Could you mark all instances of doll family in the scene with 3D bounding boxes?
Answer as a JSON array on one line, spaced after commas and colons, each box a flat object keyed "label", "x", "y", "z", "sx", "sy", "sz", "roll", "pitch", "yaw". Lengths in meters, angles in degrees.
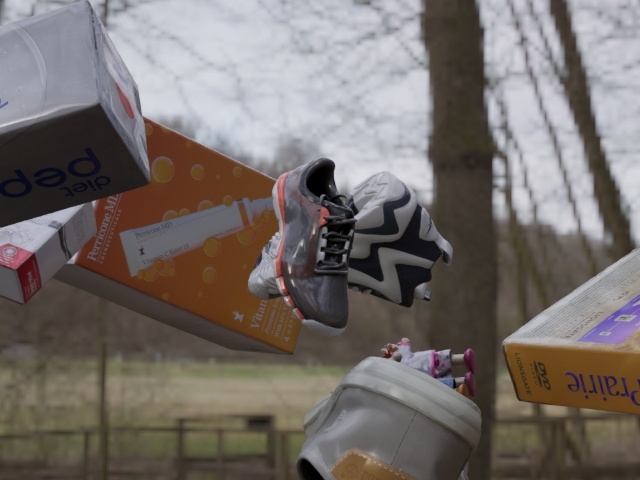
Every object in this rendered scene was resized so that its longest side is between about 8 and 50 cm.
[{"label": "doll family", "x": 0.089, "y": 0.222, "z": 1.821, "sx": 0.163, "sy": 0.263, "sz": 0.118, "roll": -6, "pitch": -24, "yaw": 18}]

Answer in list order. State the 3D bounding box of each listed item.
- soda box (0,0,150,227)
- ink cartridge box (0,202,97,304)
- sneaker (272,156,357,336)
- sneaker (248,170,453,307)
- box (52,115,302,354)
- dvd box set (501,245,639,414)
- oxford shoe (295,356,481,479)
[{"label": "soda box", "x": -0.263, "y": -0.057, "z": 1.036, "sx": 0.286, "sy": 0.091, "sz": 0.098, "roll": -15, "pitch": -34, "yaw": 7}, {"label": "ink cartridge box", "x": -0.321, "y": -0.003, "z": 1.710, "sx": 0.099, "sy": 0.056, "sz": 0.135, "roll": 19, "pitch": 46, "yaw": 25}, {"label": "sneaker", "x": 0.000, "y": 0.000, "z": 1.287, "sx": 0.061, "sy": 0.158, "sz": 0.065, "roll": 9, "pitch": -34, "yaw": -38}, {"label": "sneaker", "x": 0.043, "y": 0.033, "z": 1.714, "sx": 0.235, "sy": 0.094, "sz": 0.153, "roll": -35, "pitch": -63, "yaw": 30}, {"label": "box", "x": -0.182, "y": -0.005, "z": 2.097, "sx": 0.345, "sy": 0.215, "sz": 0.168, "roll": 24, "pitch": -14, "yaw": -30}, {"label": "dvd box set", "x": 0.394, "y": 0.050, "z": 1.216, "sx": 0.307, "sy": 0.062, "sz": 0.420, "roll": -30, "pitch": 20, "yaw": -38}, {"label": "oxford shoe", "x": 0.048, "y": 0.218, "z": 1.411, "sx": 0.169, "sy": 0.130, "sz": 0.449, "roll": 24, "pitch": -16, "yaw": 5}]
